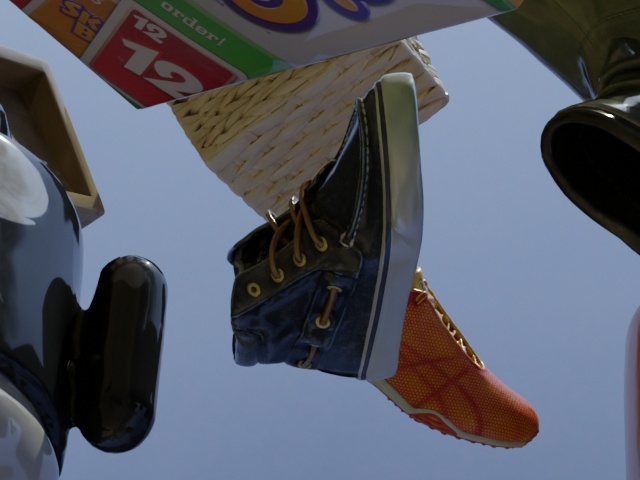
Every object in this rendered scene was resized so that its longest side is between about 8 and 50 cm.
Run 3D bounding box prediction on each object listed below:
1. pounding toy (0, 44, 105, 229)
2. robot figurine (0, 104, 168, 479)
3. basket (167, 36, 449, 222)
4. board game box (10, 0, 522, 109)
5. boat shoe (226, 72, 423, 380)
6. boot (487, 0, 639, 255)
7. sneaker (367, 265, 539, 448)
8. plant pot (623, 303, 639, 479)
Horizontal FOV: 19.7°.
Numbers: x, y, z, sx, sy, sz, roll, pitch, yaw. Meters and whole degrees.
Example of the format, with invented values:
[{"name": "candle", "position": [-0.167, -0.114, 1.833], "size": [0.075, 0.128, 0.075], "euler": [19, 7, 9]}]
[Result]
[{"name": "pounding toy", "position": [-0.211, -0.034, 1.072], "size": [0.100, 0.130, 0.141], "euler": [-31, -110, 22]}, {"name": "robot figurine", "position": [-0.202, 0.052, 0.886], "size": [0.209, 0.173, 0.278], "euler": [-33, -142, 27]}, {"name": "basket", "position": [-0.011, -0.106, 1.238], "size": [0.167, 0.113, 0.103], "euler": [-37, -131, 9]}, {"name": "board game box", "position": [-0.037, -0.106, 0.591], "size": [0.259, 0.124, 0.039], "euler": [-10, -135, 55]}, {"name": "boat shoe", "position": [0.000, 0.000, 0.841], "size": [0.083, 0.183, 0.065], "euler": [1, -134, -4]}, {"name": "boot", "position": [0.119, -0.064, 0.691], "size": [0.246, 0.161, 0.083], "euler": [35, -58, 13]}, {"name": "sneaker", "position": [0.054, 0.056, 1.013], "size": [0.067, 0.175, 0.064], "euler": [-54, -168, 11]}, {"name": "plant pot", "position": [0.297, 0.121, 1.065], "size": [0.291, 0.291, 0.203], "euler": [-27, -130, 22]}]
